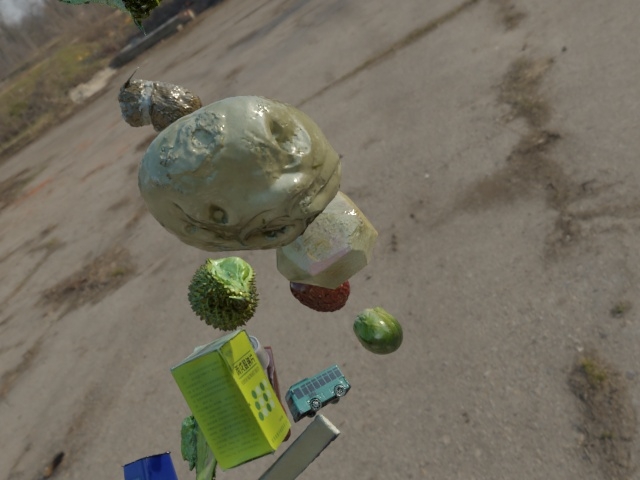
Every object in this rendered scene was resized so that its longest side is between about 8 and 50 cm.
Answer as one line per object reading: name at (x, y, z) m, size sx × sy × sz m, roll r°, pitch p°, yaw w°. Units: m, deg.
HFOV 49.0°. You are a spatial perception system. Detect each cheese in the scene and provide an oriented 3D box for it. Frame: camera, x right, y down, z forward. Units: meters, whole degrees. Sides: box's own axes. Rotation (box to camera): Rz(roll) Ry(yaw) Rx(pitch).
cheese at (-0.095, 0.630, 1.937) m, size 0.400 × 0.085 × 0.034 m, roll -51°, pitch -3°, yaw 18°

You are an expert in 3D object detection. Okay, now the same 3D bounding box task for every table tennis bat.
table tennis bat at (-0.133, 0.468, 2.072) m, size 0.051 × 0.268 × 0.414 m, roll -10°, pitch 14°, yaw -6°

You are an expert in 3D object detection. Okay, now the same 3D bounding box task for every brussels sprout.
brussels sprout at (0.169, 0.271, 2.069) m, size 0.155 × 0.155 × 0.117 m, roll -117°, pitch 39°, yaw -67°

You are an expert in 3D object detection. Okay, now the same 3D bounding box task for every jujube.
jujube at (-0.003, 0.120, 1.783) m, size 0.109 × 0.176 × 0.112 m, roll -21°, pitch 62°, yaw 39°

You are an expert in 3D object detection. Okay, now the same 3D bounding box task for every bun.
bun at (-0.143, -0.096, 1.265) m, size 0.362 × 0.234 × 0.326 m, roll -1°, pitch -29°, yaw -40°

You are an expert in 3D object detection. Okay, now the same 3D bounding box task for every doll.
doll at (-0.304, -0.262, 1.432) m, size 0.105 × 0.221 × 0.115 m, roll -82°, pitch 17°, yaw -50°

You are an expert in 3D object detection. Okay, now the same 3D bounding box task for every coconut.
coconut at (0.000, 0.000, 1.576) m, size 0.237 × 0.236 × 0.197 m, roll -31°, pitch -1°, yaw 7°

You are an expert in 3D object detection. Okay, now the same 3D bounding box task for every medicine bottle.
medicine bottle at (-0.181, 0.328, 1.461) m, size 0.141 × 0.250 × 0.137 m, roll -27°, pitch 2°, yaw 21°

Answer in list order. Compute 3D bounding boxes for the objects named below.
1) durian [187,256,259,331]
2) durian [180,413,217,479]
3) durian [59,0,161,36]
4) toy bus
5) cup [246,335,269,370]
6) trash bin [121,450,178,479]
durian at (-0.264, 0.148, 1.926) m, size 0.200 × 0.176 × 0.237 m, roll 7°, pitch 16°, yaw -12°
durian at (-0.324, 0.544, 1.947) m, size 0.132 × 0.375 × 0.107 m, roll 2°, pitch -7°, yaw -40°
durian at (-0.437, -0.536, 1.386) m, size 0.352 × 0.169 × 0.158 m, roll 21°, pitch 38°, yaw 25°
toy bus at (-0.012, 0.392, 1.803) m, size 0.160 × 0.091 × 0.079 m, roll -25°, pitch -22°, yaw -25°
cup at (-0.180, 0.320, 1.891) m, size 0.074 × 0.116 × 0.104 m, roll -15°, pitch 59°, yaw -2°
trash bin at (-0.493, 0.772, 2.117) m, size 0.163 × 0.234 × 0.184 m, roll -29°, pitch -22°, yaw 31°
